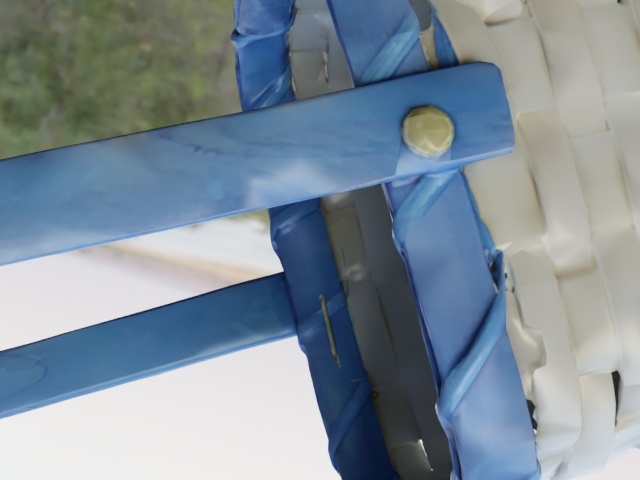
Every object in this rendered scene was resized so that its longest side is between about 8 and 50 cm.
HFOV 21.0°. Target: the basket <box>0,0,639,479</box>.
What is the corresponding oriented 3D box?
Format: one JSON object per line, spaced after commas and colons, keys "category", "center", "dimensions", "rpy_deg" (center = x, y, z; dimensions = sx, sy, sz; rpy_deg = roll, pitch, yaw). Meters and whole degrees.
{"category": "basket", "center": [0.000, 0.000, 0.518], "dimensions": [0.289, 0.201, 0.255], "rpy_deg": [-18, 172, -13]}
